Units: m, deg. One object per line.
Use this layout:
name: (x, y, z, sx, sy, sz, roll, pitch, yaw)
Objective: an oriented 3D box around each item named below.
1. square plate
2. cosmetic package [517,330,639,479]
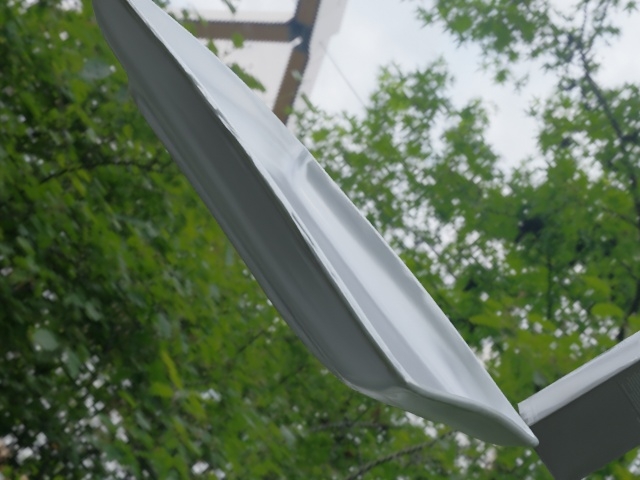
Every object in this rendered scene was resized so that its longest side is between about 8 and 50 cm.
square plate: (0.000, 0.000, 0.667, 0.344, 0.049, 0.347, 53, 8, 27)
cosmetic package: (0.380, 0.207, 1.244, 0.107, 0.238, 0.127, 59, 9, -1)
